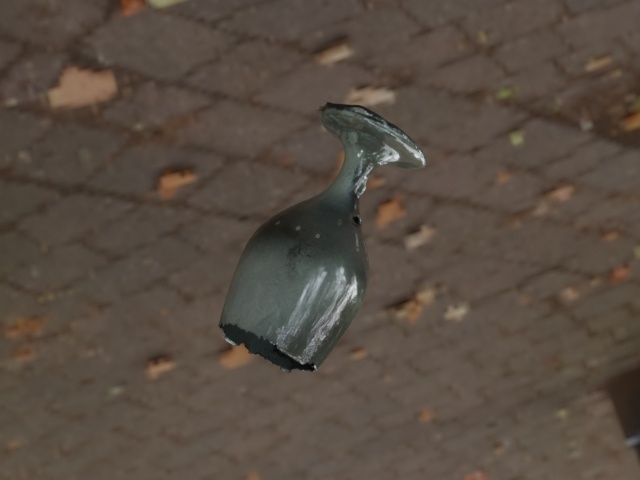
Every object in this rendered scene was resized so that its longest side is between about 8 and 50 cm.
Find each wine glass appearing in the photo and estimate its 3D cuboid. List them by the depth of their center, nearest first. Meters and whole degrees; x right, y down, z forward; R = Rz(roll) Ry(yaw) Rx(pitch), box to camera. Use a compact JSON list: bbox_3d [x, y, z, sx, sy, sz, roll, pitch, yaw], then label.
[{"bbox_3d":[0.000,0.000,1.613,0.126,0.241,0.126,26,168,6],"label":"wine glass"}]
